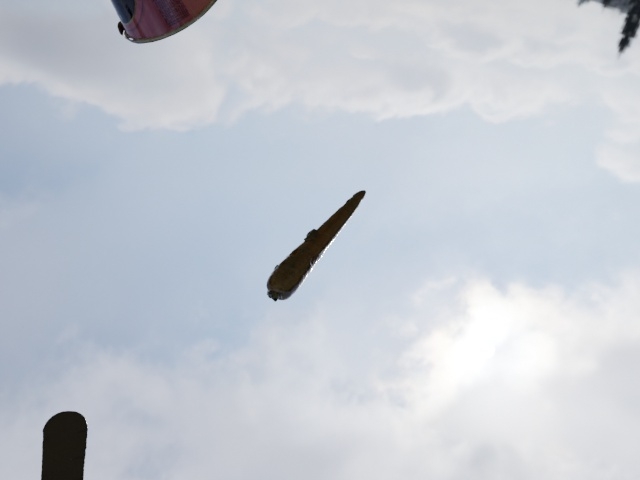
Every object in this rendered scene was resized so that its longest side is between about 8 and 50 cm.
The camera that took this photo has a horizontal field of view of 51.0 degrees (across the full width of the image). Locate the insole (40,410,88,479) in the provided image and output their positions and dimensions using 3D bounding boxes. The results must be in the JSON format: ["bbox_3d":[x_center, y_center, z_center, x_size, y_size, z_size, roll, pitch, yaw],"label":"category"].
[{"bbox_3d":[-0.508,0.504,1.290,0.119,0.348,0.009,9,174,-39],"label":"insole"}]

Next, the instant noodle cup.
[{"bbox_3d":[-0.354,-0.564,1.330,0.244,0.255,0.244,-14,-133,16],"label":"instant noodle cup"}]

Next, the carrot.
[{"bbox_3d":[0.000,0.000,1.020,0.049,0.049,0.254,28,-125,21],"label":"carrot"}]
